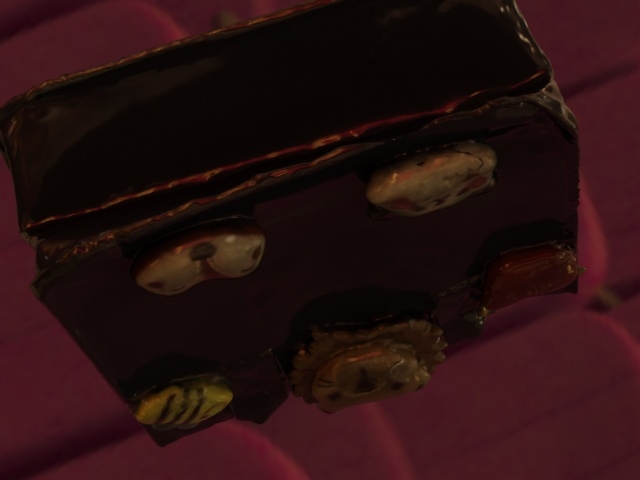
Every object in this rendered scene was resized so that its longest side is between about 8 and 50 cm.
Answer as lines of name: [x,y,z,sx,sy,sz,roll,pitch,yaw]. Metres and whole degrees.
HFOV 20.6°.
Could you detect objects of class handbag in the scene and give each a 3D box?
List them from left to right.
handbag: [0.000,0.000,1.034,0.329,0.303,0.122,69,2,-61]
